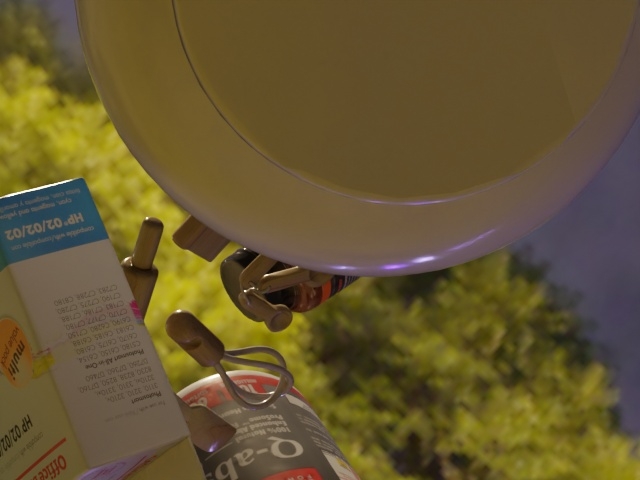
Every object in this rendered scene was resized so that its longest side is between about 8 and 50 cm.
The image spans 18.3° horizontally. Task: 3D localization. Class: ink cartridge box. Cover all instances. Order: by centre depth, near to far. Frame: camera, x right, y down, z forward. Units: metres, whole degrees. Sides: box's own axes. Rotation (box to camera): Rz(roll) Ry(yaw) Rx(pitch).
[{"bbox_3d":[-0.129,0.074,1.001,0.104,0.061,0.181,-41,-111,53],"label":"ink cartridge box"}]

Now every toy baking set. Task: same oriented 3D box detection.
[{"bbox_3d":[-0.086,0.071,1.562,0.030,0.196,0.256,51,-54,45],"label":"toy baking set"}]

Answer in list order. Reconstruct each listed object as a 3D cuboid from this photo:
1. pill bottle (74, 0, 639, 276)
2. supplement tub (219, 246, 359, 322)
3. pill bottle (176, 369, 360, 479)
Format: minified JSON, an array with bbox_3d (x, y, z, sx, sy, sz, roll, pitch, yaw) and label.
[{"bbox_3d":[0.010,-0.086,0.673,0.181,0.181,0.323,54,-1,-6],"label":"pill bottle"},{"bbox_3d":[0.000,0.000,1.905,0.106,0.198,0.106,38,-32,30],"label":"supplement tub"},{"bbox_3d":[-0.041,0.307,2.022,0.363,0.210,0.210,-129,-154,-54],"label":"pill bottle"}]
